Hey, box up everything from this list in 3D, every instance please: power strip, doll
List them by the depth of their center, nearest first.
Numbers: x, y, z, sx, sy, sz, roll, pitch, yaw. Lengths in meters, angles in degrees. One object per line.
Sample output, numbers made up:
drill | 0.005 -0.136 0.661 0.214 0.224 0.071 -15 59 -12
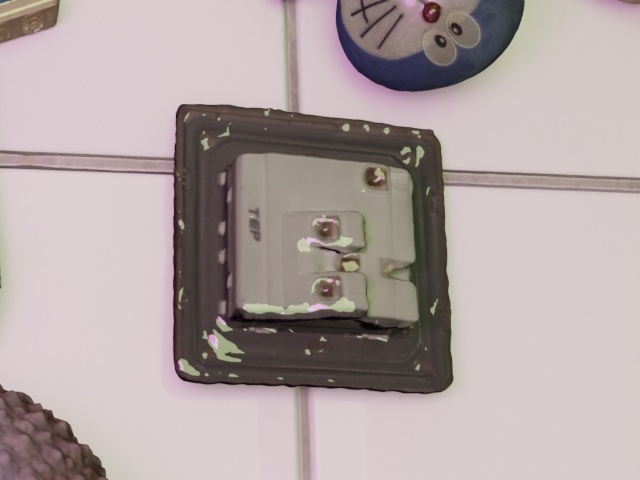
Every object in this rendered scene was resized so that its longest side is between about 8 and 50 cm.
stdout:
power strip | -0.287 -0.191 1.190 0.123 0.056 0.032 -21 82 -18
power strip | -0.001 -0.001 1.193 0.251 0.092 0.257 2 71 -10
doll | 0.068 -0.258 1.252 0.228 0.154 0.258 -35 76 13

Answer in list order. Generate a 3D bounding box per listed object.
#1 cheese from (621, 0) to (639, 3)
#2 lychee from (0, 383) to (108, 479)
cheese | 0.356 -0.337 1.353 0.247 0.251 0.174 -22 95 17
lychee | -0.266 0.223 0.965 0.300 0.300 0.300 4 74 -13
